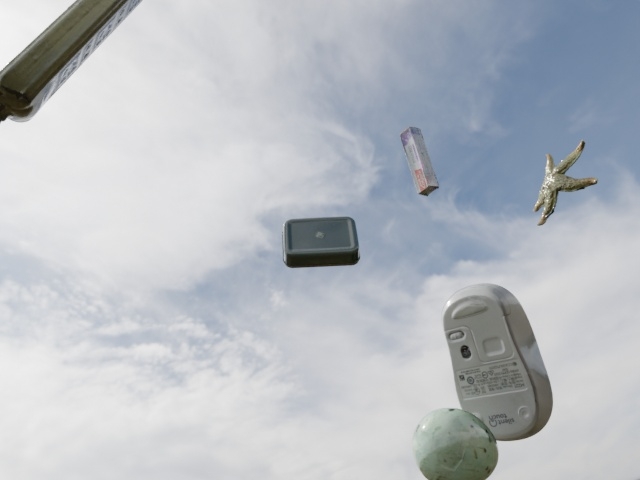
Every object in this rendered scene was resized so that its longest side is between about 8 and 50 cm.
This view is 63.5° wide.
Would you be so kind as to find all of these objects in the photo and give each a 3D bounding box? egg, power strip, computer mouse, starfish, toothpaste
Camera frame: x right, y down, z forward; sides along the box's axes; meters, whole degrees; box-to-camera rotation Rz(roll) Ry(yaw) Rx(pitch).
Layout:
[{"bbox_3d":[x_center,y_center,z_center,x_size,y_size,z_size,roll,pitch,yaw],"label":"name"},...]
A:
[{"bbox_3d":[0.230,0.350,0.862,0.164,0.131,0.131,24,-51,-23],"label":"egg"},{"bbox_3d":[-0.389,-0.315,0.816,0.066,0.388,0.092,38,-28,-19],"label":"power strip"},{"bbox_3d":[0.343,0.233,1.020,0.184,0.297,0.121,-29,-19,34],"label":"computer mouse"},{"bbox_3d":[0.547,-0.142,1.200,0.053,0.176,0.208,21,-49,-13],"label":"starfish"},{"bbox_3d":[0.260,-0.212,1.368,0.040,0.196,0.047,9,-32,-36],"label":"toothpaste"}]

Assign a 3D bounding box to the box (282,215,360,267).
[{"bbox_3d":[0.000,0.000,0.838,0.125,0.091,0.031,-2,-42,-2],"label":"box"}]
